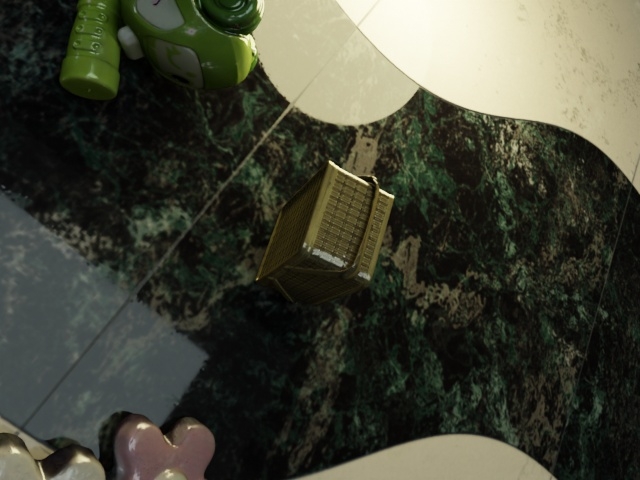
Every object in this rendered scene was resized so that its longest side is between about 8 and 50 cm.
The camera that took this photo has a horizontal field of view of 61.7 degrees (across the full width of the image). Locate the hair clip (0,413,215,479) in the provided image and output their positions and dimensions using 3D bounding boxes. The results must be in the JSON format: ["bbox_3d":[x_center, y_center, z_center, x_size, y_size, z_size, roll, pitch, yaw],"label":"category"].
[{"bbox_3d":[-0.195,0.230,0.460,0.256,0.075,0.146,4,71,-37],"label":"hair clip"}]

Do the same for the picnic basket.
[{"bbox_3d":[0.000,0.000,0.588,0.079,0.164,0.115,24,65,-16],"label":"picnic basket"}]

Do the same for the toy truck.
[{"bbox_3d":[-0.171,-0.248,0.559,0.210,0.148,0.187,-10,85,-10],"label":"toy truck"}]
